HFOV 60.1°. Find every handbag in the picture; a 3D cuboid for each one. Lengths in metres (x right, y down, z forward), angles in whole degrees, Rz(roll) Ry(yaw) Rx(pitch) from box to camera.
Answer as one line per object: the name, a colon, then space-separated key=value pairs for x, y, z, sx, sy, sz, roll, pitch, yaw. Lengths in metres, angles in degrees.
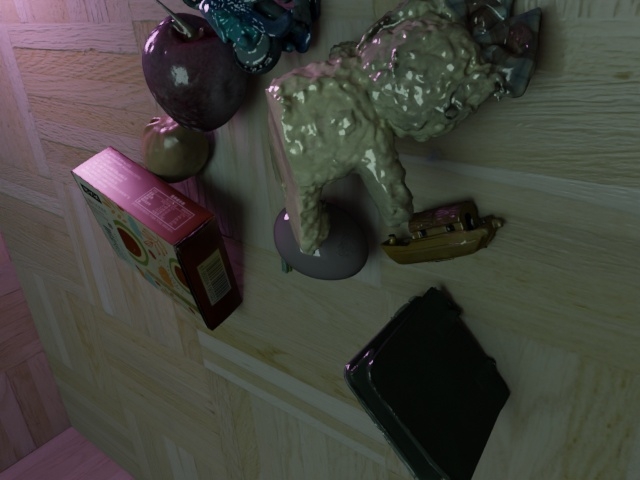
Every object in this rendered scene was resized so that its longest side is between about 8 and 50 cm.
handbag: x=0.193 y=0.240 z=0.934 sx=0.248 sy=0.260 sz=0.079 roll=53 pitch=140 yaw=0

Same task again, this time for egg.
egg: x=0.000 y=0.000 z=1.055 sx=0.198 sy=0.146 sz=0.147 roll=30 pitch=131 yaw=20

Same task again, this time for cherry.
cherry: x=-0.241 y=-0.324 z=1.071 sx=0.213 sy=0.183 sz=0.266 roll=49 pitch=158 yaw=25

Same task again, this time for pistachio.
pistachio: x=-0.338 y=-0.209 z=1.268 sx=0.152 sy=0.126 sz=0.223 roll=31 pitch=144 yaw=-21

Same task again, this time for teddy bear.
teddy bear: x=0.105 y=-0.178 z=0.852 sx=0.375 sy=0.361 sz=0.328 roll=86 pitch=166 yaw=-63

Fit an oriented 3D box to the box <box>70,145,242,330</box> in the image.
box: x=-0.392 y=-0.001 z=1.362 sx=0.385 sy=0.122 sz=0.345 roll=32 pitch=150 yaw=26

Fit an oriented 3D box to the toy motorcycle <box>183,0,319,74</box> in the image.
toy motorcycle: x=-0.121 y=-0.423 z=0.943 sx=0.206 sy=0.154 sz=0.260 roll=-43 pitch=76 yaw=23

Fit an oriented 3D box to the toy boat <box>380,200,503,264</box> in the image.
toy boat: x=0.194 y=-0.011 z=0.934 sx=0.225 sy=0.068 sz=0.088 roll=-11 pitch=100 yaw=48

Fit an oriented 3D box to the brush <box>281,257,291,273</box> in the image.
brush: x=-0.076 y=0.036 z=1.238 sx=0.018 sy=0.021 sz=0.083 roll=26 pitch=128 yaw=33
